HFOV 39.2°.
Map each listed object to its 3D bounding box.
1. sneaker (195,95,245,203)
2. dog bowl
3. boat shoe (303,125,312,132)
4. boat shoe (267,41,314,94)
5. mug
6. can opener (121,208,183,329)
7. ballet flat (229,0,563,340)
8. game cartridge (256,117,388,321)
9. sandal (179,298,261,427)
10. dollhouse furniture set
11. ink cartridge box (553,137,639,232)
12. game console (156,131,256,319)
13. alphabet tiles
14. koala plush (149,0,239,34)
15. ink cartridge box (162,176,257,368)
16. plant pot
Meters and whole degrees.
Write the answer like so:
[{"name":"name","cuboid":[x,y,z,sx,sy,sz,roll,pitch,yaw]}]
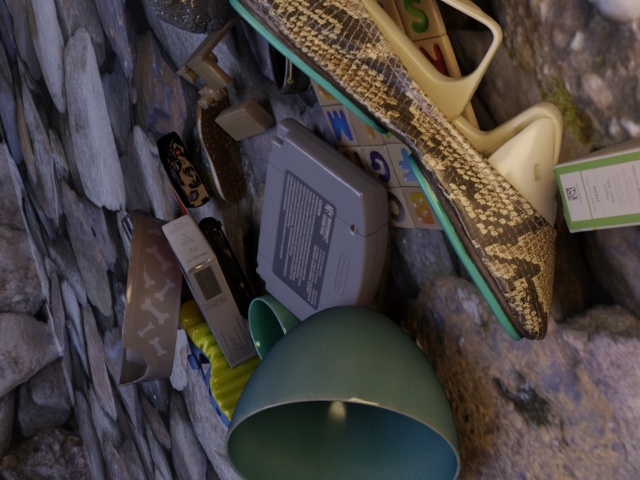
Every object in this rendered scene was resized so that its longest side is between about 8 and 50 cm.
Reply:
[{"name":"sneaker","cuboid":[-0.187,-0.157,1.525,0.086,0.064,0.192,12,120,53]},{"name":"dog bowl","cuboid":[-0.334,0.117,1.778,0.349,0.102,0.349,-174,90,-79]},{"name":"boat shoe","cuboid":[-0.042,-0.100,1.313,0.059,0.063,0.170,62,141,24]},{"name":"boat shoe","cuboid":[-0.048,-0.308,1.189,0.081,0.068,0.228,0,106,61]},{"name":"mug","cuboid":[-0.034,0.149,1.395,0.129,0.097,0.158,-32,78,60]},{"name":"can opener","cuboid":[-0.376,0.076,1.962,0.076,0.095,0.283,-26,90,61]},{"name":"ballet flat","cuboid":[0.117,-0.128,0.870,0.483,0.182,0.164,50,-166,-1]},{"name":"game cartridge","cuboid":[0.000,0.000,1.234,0.198,0.062,0.297,36,139,24]},{"name":"sandal","cuboid":[-0.172,0.251,1.687,0.317,0.126,0.138,-122,29,-43]},{"name":"dollhouse furniture set","cuboid":[-0.122,-0.259,1.394,0.151,0.123,0.144,43,159,-20]},{"name":"ink cartridge box","cuboid":[0.293,-0.056,0.686,0.209,0.109,0.062,-11,97,61]},{"name":"game console","cuboid":[-0.199,-0.022,1.608,0.361,0.044,0.213,65,170,-8]},{"name":"alphabet tiles","cuboid":[0.074,-0.165,1.045,0.285,0.011,0.343,7,123,59]},{"name":"koala plush","cuboid":[-0.197,-0.389,1.271,0.221,0.196,0.203,-161,66,-65]},{"name":"ink cartridge box","cuboid":[-0.212,0.058,1.589,0.239,0.060,0.275,52,165,42]},{"name":"plant pot","cuboid":[0.034,0.202,1.169,0.290,0.290,0.195,108,171,-48]}]
